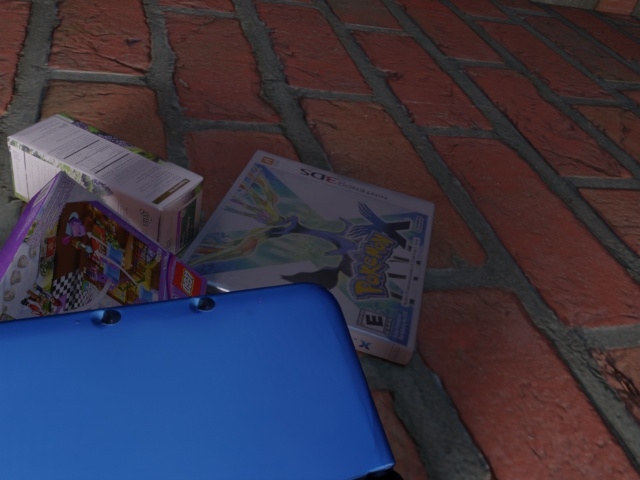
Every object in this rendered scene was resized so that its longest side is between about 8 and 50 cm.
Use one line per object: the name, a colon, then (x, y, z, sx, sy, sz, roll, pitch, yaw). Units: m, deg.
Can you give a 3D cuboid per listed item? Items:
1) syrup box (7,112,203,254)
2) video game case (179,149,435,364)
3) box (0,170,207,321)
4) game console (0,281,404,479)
syrup box: (-0.276, -0.069, 0.776, 0.237, 0.093, 0.096, 24, 38, 12)
video game case: (0.000, 0.000, 0.826, 0.300, 0.036, 0.329, 17, 38, 4)
box: (-0.207, 0.092, 0.538, 0.201, 0.057, 0.293, 42, 26, -30)
game console: (-0.102, 0.190, 0.411, 0.293, 0.250, 0.173, -5, 28, -24)
